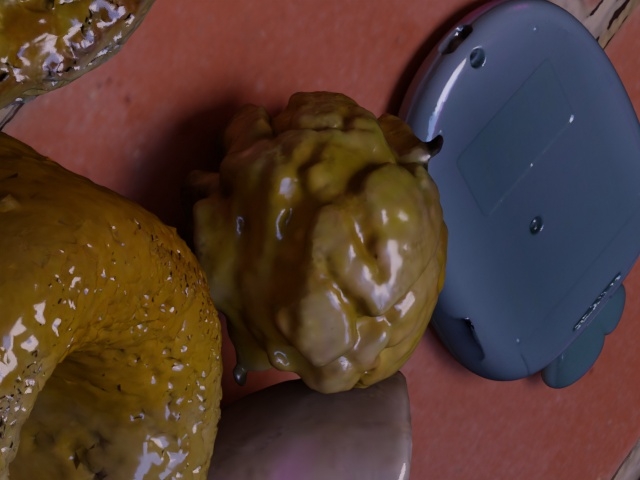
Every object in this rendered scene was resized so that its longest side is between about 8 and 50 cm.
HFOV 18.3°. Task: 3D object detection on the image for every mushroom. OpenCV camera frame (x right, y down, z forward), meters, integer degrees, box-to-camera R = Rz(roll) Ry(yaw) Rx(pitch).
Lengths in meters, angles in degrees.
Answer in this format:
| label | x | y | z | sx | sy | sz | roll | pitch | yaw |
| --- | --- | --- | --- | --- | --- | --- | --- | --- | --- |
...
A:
| label | x | y | z | sx | sy | sz | roll | pitch | yaw |
| --- | --- | --- | --- | --- | --- | --- | --- | --- | --- |
| mushroom | -0.045 | 0.142 | 1.000 | 0.162 | 0.236 | 0.173 | 7 | 88 | -7 |

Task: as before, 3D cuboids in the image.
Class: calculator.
| label | x | y | z | sx | sy | sz | roll | pitch | yaw |
| --- | --- | --- | --- | --- | --- | --- | --- | --- | --- |
| calculator | 0.128 | -0.017 | 1.184 | 0.185 | 0.041 | 0.299 | -47 | 136 | -18 |

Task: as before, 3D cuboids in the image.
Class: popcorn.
| label | x | y | z | sx | sy | sz | roll | pitch | yaw |
| --- | --- | --- | --- | --- | --- | --- | --- | --- | --- |
| popcorn | 0.000 | 0.000 | 0.976 | 0.152 | 0.167 | 0.148 | -24 | 100 | 7 |

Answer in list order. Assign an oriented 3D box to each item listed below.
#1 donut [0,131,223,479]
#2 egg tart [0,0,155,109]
| label | x | y | z | sx | sy | sz | roll | pitch | yaw |
| --- | --- | --- | --- | --- | --- | --- | --- | --- | --- |
| donut | -0.134 | 0.088 | 0.842 | 0.277 | 0.108 | 0.277 | 14 | 90 | -69 |
| egg tart | -0.141 | -0.161 | 0.783 | 0.234 | 0.094 | 0.234 | -27 | 129 | -39 |
